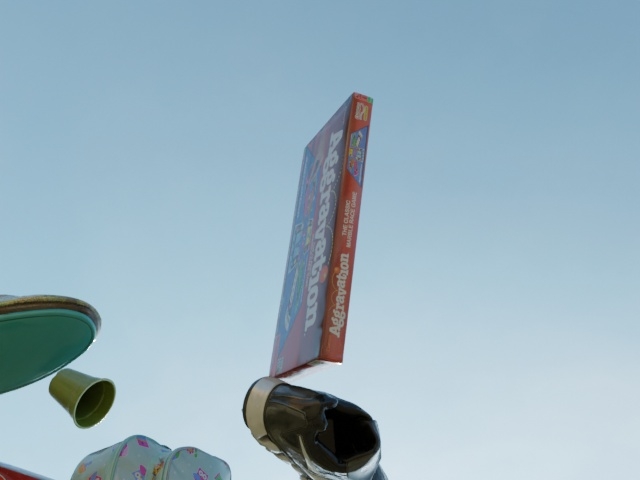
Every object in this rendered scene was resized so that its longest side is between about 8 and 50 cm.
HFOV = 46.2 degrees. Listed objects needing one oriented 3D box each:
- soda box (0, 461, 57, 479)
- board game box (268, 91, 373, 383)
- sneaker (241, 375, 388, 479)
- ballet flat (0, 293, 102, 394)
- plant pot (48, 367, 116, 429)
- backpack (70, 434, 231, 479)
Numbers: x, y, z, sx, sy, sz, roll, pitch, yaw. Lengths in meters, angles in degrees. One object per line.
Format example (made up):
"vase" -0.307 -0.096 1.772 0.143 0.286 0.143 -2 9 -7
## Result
"soda box" -0.514 0.416 1.227 0.263 0.092 0.083 34 -24 -33
"board game box" 0.000 0.000 0.784 0.027 0.281 0.145 16 -24 -19
"sneaker" 0.025 0.218 0.754 0.106 0.078 0.234 -5 -43 39
"ballet flat" -0.419 0.132 0.829 0.348 0.123 0.123 -27 -73 -12
"plant pot" -0.373 0.234 1.154 0.079 0.083 0.083 22 -57 27
"backpack" -0.197 0.317 0.878 0.144 0.166 0.188 -27 -44 32
